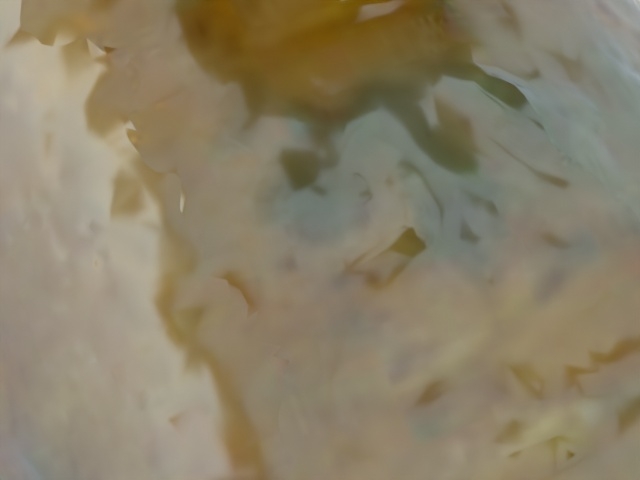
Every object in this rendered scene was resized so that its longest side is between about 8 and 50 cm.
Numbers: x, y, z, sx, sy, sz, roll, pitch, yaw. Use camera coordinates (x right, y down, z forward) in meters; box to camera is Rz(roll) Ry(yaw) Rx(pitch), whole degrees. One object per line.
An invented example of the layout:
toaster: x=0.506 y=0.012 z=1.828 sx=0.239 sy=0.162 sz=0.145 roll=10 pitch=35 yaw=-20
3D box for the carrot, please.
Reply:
carrot: x=0.000 y=0.000 z=0.427 sx=0.224 sy=0.224 sz=0.341 roll=-16 pitch=-102 yaw=-52
